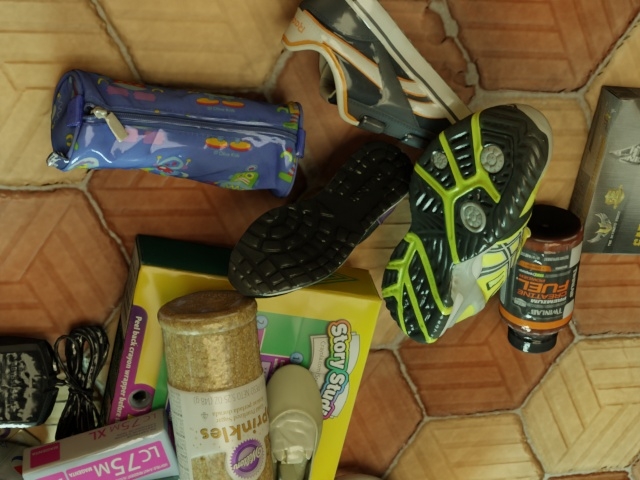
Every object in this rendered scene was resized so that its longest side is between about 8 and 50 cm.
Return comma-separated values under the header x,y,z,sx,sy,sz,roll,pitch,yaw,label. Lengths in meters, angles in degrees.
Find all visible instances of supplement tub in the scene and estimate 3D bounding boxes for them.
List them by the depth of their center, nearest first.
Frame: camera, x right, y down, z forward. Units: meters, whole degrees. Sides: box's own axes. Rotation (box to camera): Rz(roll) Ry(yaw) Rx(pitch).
x,y,z,sx,sy,sz,roll,pitch,yaw,label
0.300,0.057,1.753,0.106,0.106,0.198,-8,122,-13,supplement tub

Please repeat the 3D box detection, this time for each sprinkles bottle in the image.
x,y,z,sx,sy,sz,roll,pitch,yaw,label
-0.117,0.243,1.536,0.121,0.121,0.355,-9,105,-13,sprinkles bottle

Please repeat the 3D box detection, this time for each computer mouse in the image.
x,y,z,sx,sy,sz,roll,pitch,yaw,label
-0.413,0.188,1.613,0.272,0.072,0.189,6,95,-27,computer mouse

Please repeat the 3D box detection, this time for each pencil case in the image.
x,y,z,sx,sy,sz,roll,pitch,yaw,label
-0.165,-0.124,1.494,0.306,0.133,0.119,6,86,-22,pencil case

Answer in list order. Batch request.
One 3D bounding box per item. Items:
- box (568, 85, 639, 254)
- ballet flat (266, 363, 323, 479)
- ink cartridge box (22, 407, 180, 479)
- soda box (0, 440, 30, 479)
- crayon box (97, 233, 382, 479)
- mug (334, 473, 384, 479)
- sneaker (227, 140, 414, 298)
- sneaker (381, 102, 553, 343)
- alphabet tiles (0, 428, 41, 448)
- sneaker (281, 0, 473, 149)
x,y,z,sx,sy,sz,roll,pitch,yaw,label
0.447,-0.093,1.750,0.183,0.056,0.231,2,117,-19,box
-0.038,0.280,1.613,0.086,0.086,0.248,-1,113,-17,ballet flat
-0.239,0.375,1.631,0.185,0.065,0.311,-17,119,-1,ink cartridge box
-0.454,0.405,1.704,0.098,0.091,0.286,21,111,-32,soda box
-0.117,0.196,1.666,0.313,0.106,0.363,9,110,-15,crayon box
0.013,0.517,1.842,0.328,0.276,0.374,36,76,-26,mug
0.000,0.000,1.571,0.283,0.107,0.124,-36,166,-28,sneaker
0.192,-0.034,1.572,0.147,0.145,0.385,-24,155,-34,sneaker
-0.521,0.288,1.675,0.237,0.009,0.198,-41,122,6,alphabet tiles
0.081,-0.182,1.546,0.127,0.126,0.321,-42,117,7,sneaker
